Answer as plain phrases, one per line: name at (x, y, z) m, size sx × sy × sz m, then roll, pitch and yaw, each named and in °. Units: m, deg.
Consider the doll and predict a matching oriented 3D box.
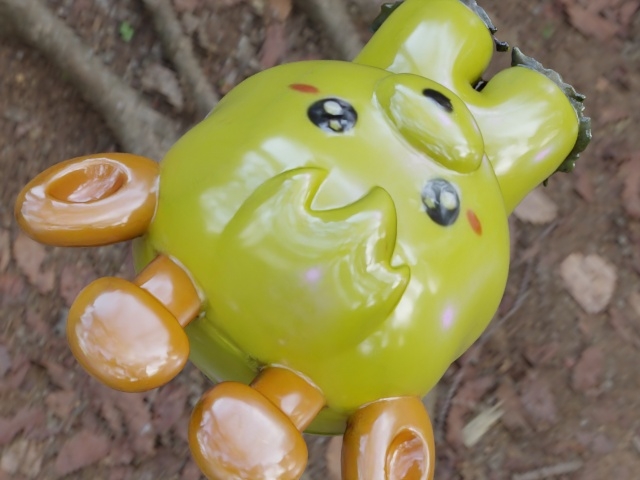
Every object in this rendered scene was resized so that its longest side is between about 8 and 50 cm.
doll at (0.000, 0.000, 0.542) m, size 0.143 × 0.135 × 0.221 m, roll 42°, pitch 36°, yaw 0°
